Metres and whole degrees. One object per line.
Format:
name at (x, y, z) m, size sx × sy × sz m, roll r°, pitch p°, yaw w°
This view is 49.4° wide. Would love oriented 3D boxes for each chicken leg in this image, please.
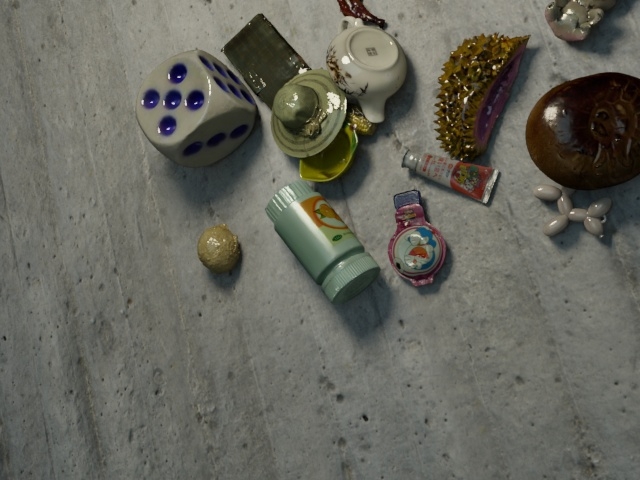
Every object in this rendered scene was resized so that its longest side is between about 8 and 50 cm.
chicken leg at (0.095, -0.643, 1.881) m, size 0.093 × 0.053 × 0.205 m, roll -26°, pitch 79°, yaw 6°

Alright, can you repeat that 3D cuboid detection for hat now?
hat at (-0.062, -0.350, 1.819) m, size 0.252 × 0.110 × 0.251 m, roll -6°, pitch 79°, yaw 33°

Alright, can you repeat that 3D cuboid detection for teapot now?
teapot at (0.113, -0.465, 1.801) m, size 0.209 × 0.165 × 0.299 m, roll -15°, pitch 58°, yaw -7°

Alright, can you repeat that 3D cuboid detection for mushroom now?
mushroom at (0.602, -0.251, 1.529) m, size 0.297 × 0.163 × 0.278 m, roll -22°, pitch 73°, yaw 0°

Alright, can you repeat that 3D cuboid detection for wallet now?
wallet at (-0.138, -0.490, 1.976) m, size 0.169 × 0.044 × 0.317 m, roll -43°, pitch 71°, yaw 12°

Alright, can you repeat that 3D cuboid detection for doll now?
doll at (0.611, -0.550, 1.605) m, size 0.149 × 0.095 × 0.192 m, roll 36°, pitch 99°, yaw 17°
doll at (0.584, -0.072, 1.595) m, size 0.160 × 0.059 × 0.160 m, roll -17°, pitch 78°, yaw 24°

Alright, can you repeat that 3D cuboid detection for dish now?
dish at (0.036, -0.229, 1.853) m, size 0.208 × 0.080 × 0.148 m, roll -39°, pitch 67°, yaw 18°

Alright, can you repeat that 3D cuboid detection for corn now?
corn at (0.059, -0.338, 1.858) m, size 0.203 × 0.072 × 0.072 m, roll 29°, pitch 98°, yaw 24°

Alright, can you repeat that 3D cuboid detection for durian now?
durian at (0.359, -0.368, 1.696) m, size 0.191 × 0.112 × 0.341 m, roll 26°, pitch 99°, yaw 23°

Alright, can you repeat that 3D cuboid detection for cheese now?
cheese at (0.235, -0.007, 1.750) m, size 0.155 × 0.062 × 0.244 m, roll -13°, pitch 80°, yaw 25°

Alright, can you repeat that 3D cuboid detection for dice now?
dice at (-0.345, -0.366, 1.944) m, size 0.251 × 0.259 × 0.243 m, roll -38°, pitch 73°, yaw 17°

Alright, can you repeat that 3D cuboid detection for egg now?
egg at (-0.290, 0.025, 1.969) m, size 0.116 × 0.118 × 0.140 m, roll -14°, pitch 88°, yaw 67°

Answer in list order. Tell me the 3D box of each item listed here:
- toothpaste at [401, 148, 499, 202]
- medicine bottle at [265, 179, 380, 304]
toothpaste at (0.319, -0.170, 1.735) m, size 0.234 × 0.057 × 0.089 m, roll 21°, pitch 92°, yaw 17°
medicine bottle at (0.000, 0.000, 1.806) m, size 0.158 × 0.158 × 0.318 m, roll -44°, pitch 70°, yaw 15°
